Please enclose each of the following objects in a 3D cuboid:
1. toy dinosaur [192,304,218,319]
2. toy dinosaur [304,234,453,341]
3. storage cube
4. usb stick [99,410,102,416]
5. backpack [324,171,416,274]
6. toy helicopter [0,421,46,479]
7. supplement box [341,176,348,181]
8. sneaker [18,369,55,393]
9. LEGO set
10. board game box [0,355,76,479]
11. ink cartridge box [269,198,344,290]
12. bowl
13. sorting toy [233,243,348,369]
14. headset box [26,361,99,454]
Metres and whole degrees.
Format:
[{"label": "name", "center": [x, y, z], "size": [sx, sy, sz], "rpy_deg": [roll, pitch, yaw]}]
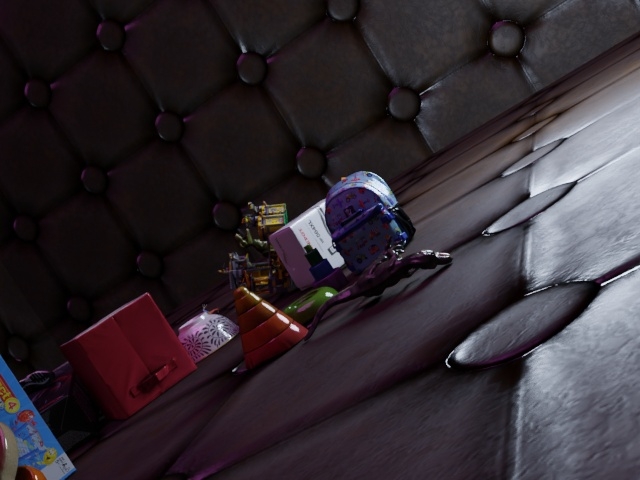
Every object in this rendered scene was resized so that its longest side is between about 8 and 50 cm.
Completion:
[{"label": "toy dinosaur", "center": [-0.348, 0.239, 2.457], "size": [0.082, 0.047, 0.090], "rpy_deg": [-24, 37, -4]}, {"label": "toy dinosaur", "center": [0.084, 0.060, 1.244], "size": [0.268, 0.064, 0.118], "rpy_deg": [-34, 10, 25]}, {"label": "storage cube", "center": [-0.410, 0.248, 1.688], "size": [0.184, 0.193, 0.215], "rpy_deg": [-35, 6, -29]}, {"label": "usb stick", "center": [-0.555, 0.399, 1.963], "size": [0.077, 0.045, 0.278], "rpy_deg": [-33, 5, -19]}, {"label": "backpack", "center": [0.084, -0.042, 1.585], "size": [0.158, 0.173, 0.117], "rpy_deg": [-29, 5, 23]}, {"label": "toy helicopter", "center": [-0.613, 0.423, 1.237], "size": [0.355, 0.140, 0.235], "rpy_deg": [-50, 51, -6]}, {"label": "supplement box", "center": [0.113, -0.107, 2.115], "size": [0.078, 0.080, 0.233], "rpy_deg": [-4, -9, 11]}, {"label": "sneaker", "center": [-0.610, 0.297, 1.729], "size": [0.109, 0.040, 0.044], "rpy_deg": [-20, 17, 32]}, {"label": "LEGO set", "center": [-0.175, 0.028, 2.026], "size": [0.192, 0.254, 0.331], "rpy_deg": [-5, 17, -1]}, {"label": "board game box", "center": [-0.619, 0.339, 1.429], "size": [0.308, 0.302, 0.086], "rpy_deg": [-28, 6, 41]}, {"label": "ink cartridge box", "center": [0.000, 0.000, 1.850], "size": [0.086, 0.148, 0.203], "rpy_deg": [-25, 9, 45]}, {"label": "bowl", "center": [-0.272, 0.215, 1.815], "size": [0.170, 0.080, 0.170], "rpy_deg": [-32, 4, 2]}, {"label": "sorting toy", "center": [-0.059, 0.092, 1.427], "size": [0.127, 0.126, 0.365], "rpy_deg": [-30, 6, 28]}, {"label": "headset box", "center": [-0.598, 0.382, 1.725], "size": [0.218, 0.110, 0.293], "rpy_deg": [-33, 15, -6]}]
